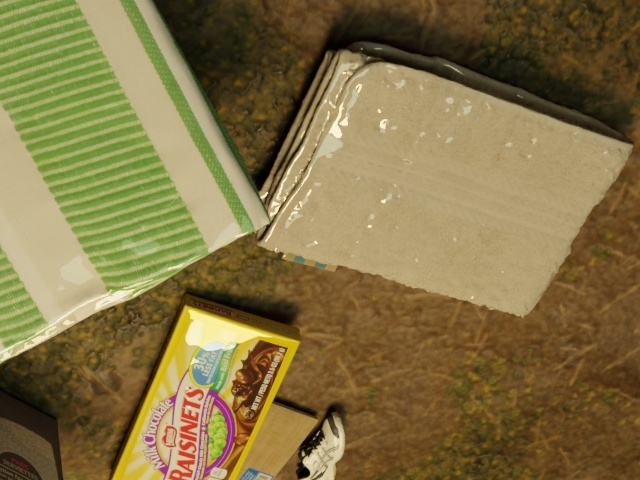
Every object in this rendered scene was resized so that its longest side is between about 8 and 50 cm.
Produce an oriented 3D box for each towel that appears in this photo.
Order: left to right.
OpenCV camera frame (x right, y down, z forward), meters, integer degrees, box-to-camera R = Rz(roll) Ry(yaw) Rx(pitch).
[{"bbox_3d":[-0.230,-0.042,0.925,0.325,0.038,0.248,-27,99,3],"label":"towel"},{"bbox_3d":[0.096,-0.045,1.080,0.282,0.049,0.187,17,116,-25],"label":"towel"}]

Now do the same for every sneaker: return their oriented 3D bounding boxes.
[{"bbox_3d":[-0.001,0.193,1.227,0.037,0.032,0.083,2,122,-17],"label":"sneaker"}]

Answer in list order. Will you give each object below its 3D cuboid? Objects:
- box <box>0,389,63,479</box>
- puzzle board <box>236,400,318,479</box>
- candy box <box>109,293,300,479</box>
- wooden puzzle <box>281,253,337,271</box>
[{"bbox_3d":[-0.335,0.182,1.049,0.247,0.163,0.142,35,108,-32],"label":"box"},{"bbox_3d":[-0.076,0.191,1.220,0.096,0.011,0.128,24,115,-28],"label":"puzzle board"},{"bbox_3d":[-0.103,0.148,1.162,0.105,0.027,0.206,19,116,-11],"label":"candy box"},{"bbox_3d":[0.000,0.000,1.113,0.083,0.006,0.049,15,118,-24],"label":"wooden puzzle"}]
